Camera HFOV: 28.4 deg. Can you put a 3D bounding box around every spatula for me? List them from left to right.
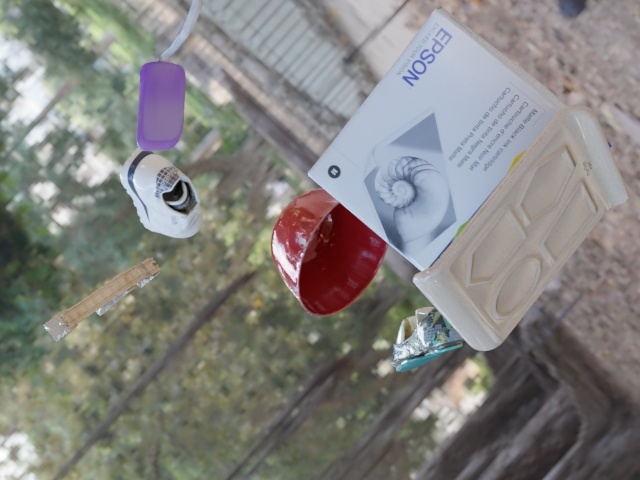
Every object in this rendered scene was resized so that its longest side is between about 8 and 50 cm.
[{"bbox_3d":[-0.140,-0.239,1.331,0.030,0.296,0.084,24,-165,26],"label":"spatula"}]

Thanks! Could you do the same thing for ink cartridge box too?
[{"bbox_3d":[0.137,-0.081,1.273,0.224,0.223,0.045,38,-160,2],"label":"ink cartridge box"}]

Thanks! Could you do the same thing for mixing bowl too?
[{"bbox_3d":[0.000,0.000,1.687,0.098,0.181,0.181,29,171,35],"label":"mixing bowl"}]

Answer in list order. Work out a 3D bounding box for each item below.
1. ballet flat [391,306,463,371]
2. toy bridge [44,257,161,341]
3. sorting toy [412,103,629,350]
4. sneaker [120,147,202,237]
[{"bbox_3d":[0.128,0.116,1.548,0.070,0.070,0.188,42,157,-2],"label":"ballet flat"},{"bbox_3d":[-0.239,0.060,1.446,0.026,0.063,0.188,53,-147,0],"label":"toy bridge"},{"bbox_3d":[0.180,-0.008,1.130,0.038,0.208,0.193,42,178,33],"label":"sorting toy"},{"bbox_3d":[-0.224,-0.055,1.936,0.095,0.090,0.235,24,166,23],"label":"sneaker"}]
